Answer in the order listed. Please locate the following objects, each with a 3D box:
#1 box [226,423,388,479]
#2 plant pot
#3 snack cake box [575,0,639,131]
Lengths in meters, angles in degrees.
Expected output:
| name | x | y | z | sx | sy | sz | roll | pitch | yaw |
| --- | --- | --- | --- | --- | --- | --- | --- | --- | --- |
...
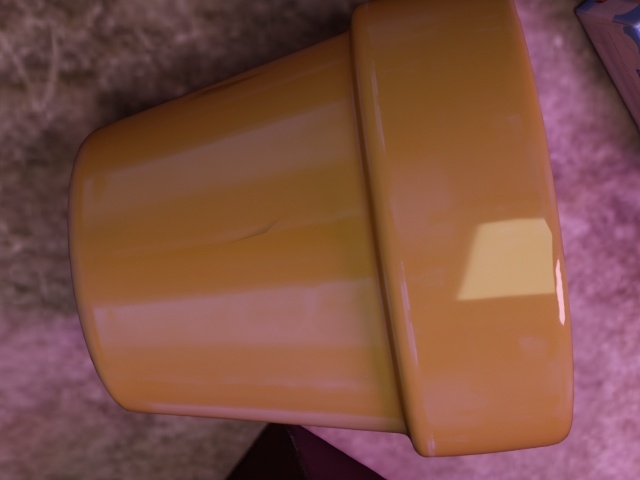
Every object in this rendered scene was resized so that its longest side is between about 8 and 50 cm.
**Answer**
| name | x | y | z | sx | sy | sz | roll | pitch | yaw |
| --- | --- | --- | --- | --- | --- | --- | --- | --- | --- |
| box | 0.006 | 0.257 | 0.693 | 0.167 | 0.203 | 0.168 | 35 | 98 | -21 |
| plant pot | 0.000 | 0.000 | 0.599 | 0.239 | 0.254 | 0.254 | -8 | 110 | 7 |
| snack cake box | 0.320 | -0.158 | 0.690 | 0.264 | 0.089 | 0.152 | -36 | 111 | 1 |
